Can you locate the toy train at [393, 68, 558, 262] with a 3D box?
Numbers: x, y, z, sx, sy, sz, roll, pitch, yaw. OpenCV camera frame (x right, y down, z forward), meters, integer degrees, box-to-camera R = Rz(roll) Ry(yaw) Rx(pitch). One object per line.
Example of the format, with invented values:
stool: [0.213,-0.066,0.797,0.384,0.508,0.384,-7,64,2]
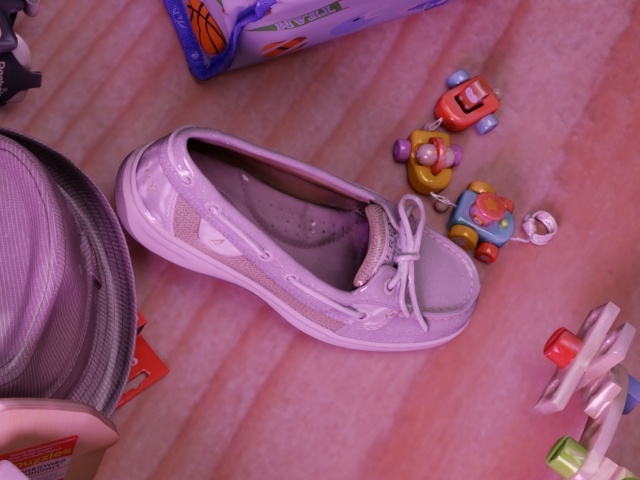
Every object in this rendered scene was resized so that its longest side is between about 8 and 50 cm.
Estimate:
toy train: [0.135,-0.066,1.674,0.125,0.046,0.166,-23,77,-26]

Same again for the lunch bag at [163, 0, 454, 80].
lunch bag: [-0.013,-0.367,1.645,0.328,0.239,0.385,-21,84,-24]

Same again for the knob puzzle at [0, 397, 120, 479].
knob puzzle: [-0.231,0.149,1.367,0.213,0.213,0.030,-13,63,-24]

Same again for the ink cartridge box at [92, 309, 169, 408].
ink cartridge box: [-0.169,0.067,1.516,0.063,0.029,0.115,-36,82,-28]

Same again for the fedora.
fedora: [-0.249,0.032,1.425,0.244,0.124,0.275,0,74,-10]

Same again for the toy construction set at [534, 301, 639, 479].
toy construction set: [0.296,0.197,1.561,0.328,0.151,0.215,35,85,6]

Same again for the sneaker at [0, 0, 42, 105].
sneaker: [-0.295,-0.129,1.516,0.153,0.094,0.235,25,51,1]

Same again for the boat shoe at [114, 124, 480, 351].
boat shoe: [-0.001,-0.003,1.547,0.320,0.103,0.118,25,60,-24]

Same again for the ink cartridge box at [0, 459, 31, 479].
ink cartridge box: [-0.180,0.334,1.268,0.296,0.066,0.261,44,57,-12]
